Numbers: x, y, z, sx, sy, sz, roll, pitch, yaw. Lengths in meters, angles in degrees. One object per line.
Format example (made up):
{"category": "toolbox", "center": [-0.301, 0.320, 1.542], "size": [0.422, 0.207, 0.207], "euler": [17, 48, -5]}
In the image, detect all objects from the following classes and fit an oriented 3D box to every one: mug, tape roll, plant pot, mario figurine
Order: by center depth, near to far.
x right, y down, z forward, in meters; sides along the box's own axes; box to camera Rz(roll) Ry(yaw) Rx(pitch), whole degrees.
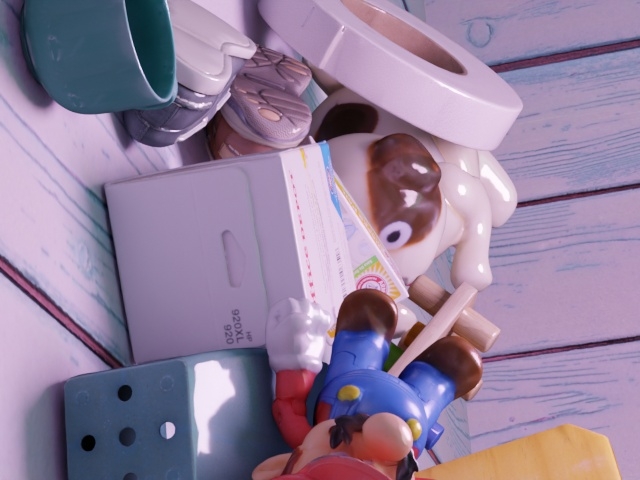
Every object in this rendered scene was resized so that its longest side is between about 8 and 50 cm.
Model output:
{"category": "mario figurine", "center": [0.051, 0.138, 1.159], "size": [0.320, 0.198, 0.170], "euler": [-63, 147, -61]}
{"category": "plant pot", "center": [-0.101, 0.173, 1.219], "size": [0.234, 0.165, 0.166], "euler": [32, 50, -65]}
{"category": "mug", "center": [-0.179, -0.155, 1.227], "size": [0.129, 0.097, 0.158], "euler": [-80, 158, -60]}
{"category": "tape roll", "center": [0.095, -0.255, 2.073], "size": [0.072, 0.392, 0.392], "euler": [-58, -179, 18]}

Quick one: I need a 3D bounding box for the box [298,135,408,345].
{"category": "box", "center": [0.000, 0.000, 1.746], "size": [0.203, 0.114, 0.103], "euler": [57, 6, -16]}

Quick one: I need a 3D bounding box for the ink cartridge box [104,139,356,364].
{"category": "ink cartridge box", "center": [-0.077, 0.007, 1.420], "size": [0.232, 0.168, 0.171], "euler": [-26, 106, -78]}

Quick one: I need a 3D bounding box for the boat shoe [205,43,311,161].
{"category": "boat shoe", "center": [-0.082, -0.143, 1.714], "size": [0.324, 0.123, 0.116], "euler": [-88, -161, -68]}

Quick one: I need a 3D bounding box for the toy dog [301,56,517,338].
{"category": "toy dog", "center": [0.088, -0.071, 2.041], "size": [0.408, 0.284, 0.396], "euler": [-59, 130, -72]}

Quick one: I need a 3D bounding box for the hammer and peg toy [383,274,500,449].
{"category": "hammer and peg toy", "center": [0.068, 0.231, 1.896], "size": [0.361, 0.127, 0.266], "euler": [-49, 165, -19]}

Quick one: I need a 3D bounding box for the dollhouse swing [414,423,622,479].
{"category": "dollhouse swing", "center": [0.261, 0.453, 1.807], "size": [0.305, 0.346, 0.315], "euler": [-93, 160, -63]}

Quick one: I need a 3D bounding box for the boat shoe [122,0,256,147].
{"category": "boat shoe", "center": [-0.140, -0.172, 1.523], "size": [0.099, 0.116, 0.319], "euler": [-57, -172, 16]}
